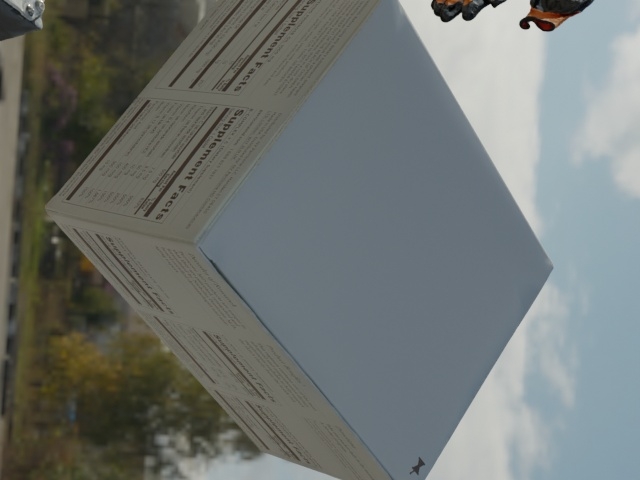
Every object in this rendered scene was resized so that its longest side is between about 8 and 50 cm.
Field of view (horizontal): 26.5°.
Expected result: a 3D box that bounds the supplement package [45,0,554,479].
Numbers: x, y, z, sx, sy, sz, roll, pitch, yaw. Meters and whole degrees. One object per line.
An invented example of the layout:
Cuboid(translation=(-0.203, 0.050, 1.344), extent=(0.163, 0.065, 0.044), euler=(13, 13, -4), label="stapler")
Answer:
Cuboid(translation=(0.000, 0.000, 0.869), extent=(0.145, 0.262, 0.204), euler=(12, -122, 44), label="supplement package")

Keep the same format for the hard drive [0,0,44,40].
Cuboid(translation=(-0.309, -0.361, 1.109), extent=(0.237, 0.064, 0.338), euler=(38, 45, -60), label="hard drive")

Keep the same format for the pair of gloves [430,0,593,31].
Cuboid(translation=(0.103, -0.128, 0.705), extent=(0.074, 0.083, 0.010), euler=(-43, 134, -44), label="pair of gloves")
